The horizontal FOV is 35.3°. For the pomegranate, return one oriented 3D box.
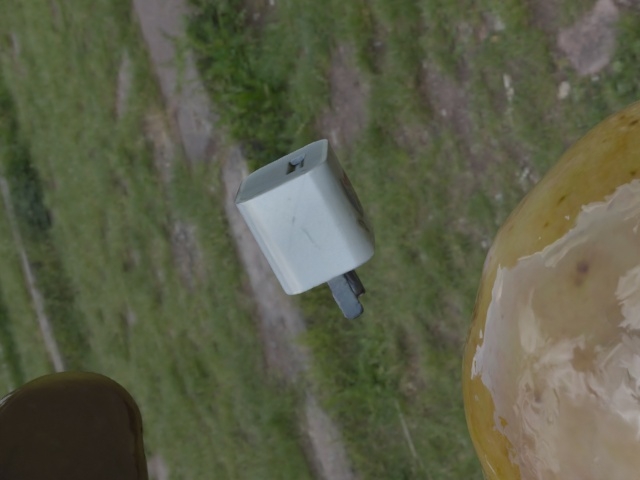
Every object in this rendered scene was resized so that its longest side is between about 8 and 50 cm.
[{"bbox_3d":[0.236,0.074,0.548,0.338,0.338,0.338,165,90,-70],"label":"pomegranate"}]

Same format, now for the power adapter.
[{"bbox_3d":[0.000,0.000,1.229,0.205,0.125,0.130,61,-169,-19],"label":"power adapter"}]

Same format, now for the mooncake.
[{"bbox_3d":[-0.334,0.287,1.269,0.235,0.234,0.117,65,151,25],"label":"mooncake"}]
